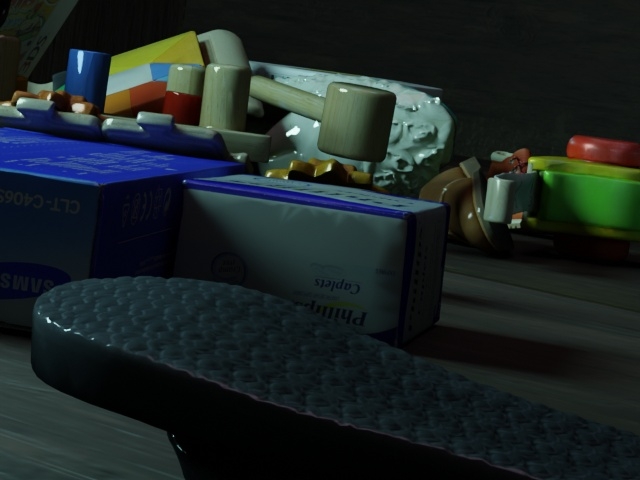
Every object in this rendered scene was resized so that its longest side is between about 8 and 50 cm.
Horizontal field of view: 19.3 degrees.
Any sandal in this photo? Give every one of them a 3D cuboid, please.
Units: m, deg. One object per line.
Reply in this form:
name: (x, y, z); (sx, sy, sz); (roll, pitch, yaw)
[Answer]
sandal: (0.021, 0.070, 0.559); (0.254, 0.055, 0.097); (19, 15, 16)

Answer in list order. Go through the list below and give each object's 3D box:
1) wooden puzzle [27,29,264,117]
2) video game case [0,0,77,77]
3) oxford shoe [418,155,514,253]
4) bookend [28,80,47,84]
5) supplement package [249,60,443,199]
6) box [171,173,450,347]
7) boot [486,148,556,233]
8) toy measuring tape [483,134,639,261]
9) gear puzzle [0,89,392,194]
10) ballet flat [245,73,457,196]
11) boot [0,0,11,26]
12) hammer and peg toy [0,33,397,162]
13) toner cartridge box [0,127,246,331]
wooden puzzle: (-0.185, -0.149, 1.875); (0.238, 0.044, 0.221); (-14, 26, -2)
video game case: (-0.324, -0.152, 1.640); (0.026, 0.206, 0.227); (41, 17, 18)
oxford shoe: (0.122, -0.020, 1.649); (0.076, 0.076, 0.212); (-22, 8, 2)
bookend: (-0.346, -0.151, 2.227); (0.157, 0.072, 0.156); (7, 6, -15)
supplement package: (-0.009, -0.120, 2.060); (0.244, 0.134, 0.139); (11, 7, 30)
box: (-0.002, 0.008, 1.028); (0.126, 0.072, 0.137); (8, 6, 12)
boot: (0.207, -0.050, 1.910); (0.059, 0.085, 0.158); (7, 7, -23)
toy measuring tape: (0.233, -0.035, 1.634); (0.121, 0.121, 0.330); (10, 6, 18)
gear puzzle: (-0.117, -0.056, 1.247); (0.338, 0.044, 0.175); (7, -24, 12)
ballet flat: (-0.057, -0.094, 1.925); (0.408, 0.147, 0.147); (8, 4, 34)
boot: (-0.383, -0.207, 1.351); (0.222, 0.118, 0.338); (14, 17, 23)
hammer and peg toy: (-0.137, -0.087, 1.558); (0.361, 0.127, 0.266); (6, 4, -16)
toner cartridge box: (-0.154, -0.014, 1.016); (0.165, 0.075, 0.348); (8, 5, 8)
